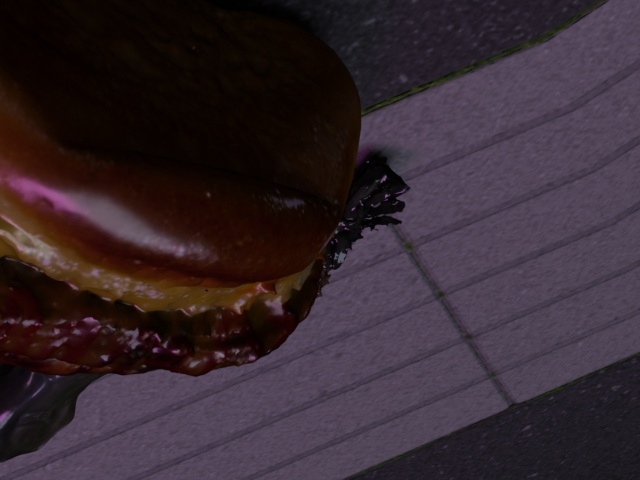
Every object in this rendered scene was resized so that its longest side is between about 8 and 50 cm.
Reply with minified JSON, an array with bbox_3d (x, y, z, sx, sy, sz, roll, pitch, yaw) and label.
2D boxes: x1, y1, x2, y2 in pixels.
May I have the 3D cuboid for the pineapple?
[{"bbox_3d":[0.000,0.000,1.249,0.159,0.074,0.074,-42,147,15],"label":"pineapple"}]

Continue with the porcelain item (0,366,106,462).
[{"bbox_3d":[-0.219,0.121,1.273,0.081,0.069,0.215,-7,147,-51],"label":"porcelain item"}]

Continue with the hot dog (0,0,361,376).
[{"bbox_3d":[-0.126,-0.030,0.942,0.405,0.223,0.185,8,135,-45],"label":"hot dog"}]
